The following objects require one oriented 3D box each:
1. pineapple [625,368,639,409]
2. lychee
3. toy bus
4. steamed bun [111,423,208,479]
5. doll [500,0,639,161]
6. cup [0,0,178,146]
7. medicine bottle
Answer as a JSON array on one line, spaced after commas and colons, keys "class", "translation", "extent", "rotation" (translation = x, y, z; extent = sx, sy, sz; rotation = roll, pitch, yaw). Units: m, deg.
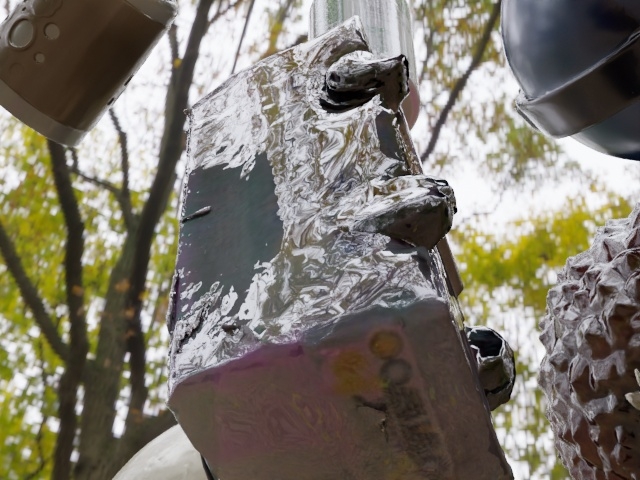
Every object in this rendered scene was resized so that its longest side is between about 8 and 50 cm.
[{"class": "pineapple", "translation": [0.285, 0.146, 0.721], "extent": [0.186, 0.236, 0.114], "rotation": [7, -39, -12]}, {"class": "lychee", "translation": [0.455, 0.159, 1.292], "extent": [0.425, 0.500, 0.424], "rotation": [-9, -57, -13]}, {"class": "toy bus", "translation": [0.000, 0.000, 0.562], "extent": [0.138, 0.317, 0.112], "rotation": [-19, -64, 7]}, {"class": "steamed bun", "translation": [-0.022, 0.227, 0.675], "extent": [0.283, 0.283, 0.177], "rotation": [-8, -11, 11]}, {"class": "doll", "translation": [0.280, -0.191, 0.896], "extent": [0.240, 0.284, 0.310], "rotation": [45, -105, -8]}, {"class": "cup", "translation": [-0.133, -0.116, 0.660], "extent": [0.074, 0.102, 0.099], "rotation": [38, -79, -17]}, {"class": "medicine bottle", "translation": [0.049, -0.240, 1.459], "extent": [0.133, 0.274, 0.133], "rotation": [-1, -48, -1]}]
